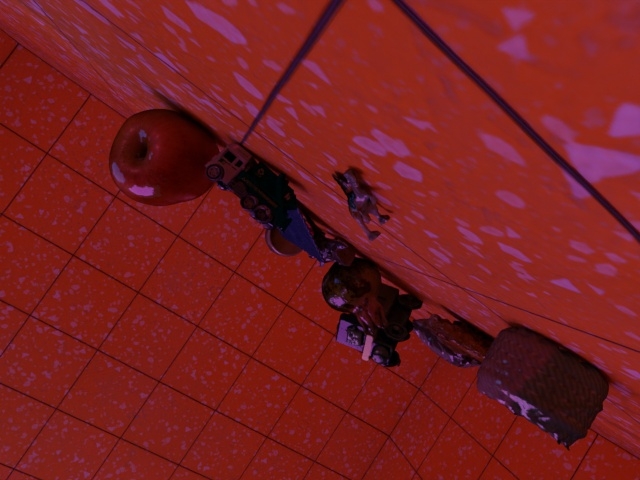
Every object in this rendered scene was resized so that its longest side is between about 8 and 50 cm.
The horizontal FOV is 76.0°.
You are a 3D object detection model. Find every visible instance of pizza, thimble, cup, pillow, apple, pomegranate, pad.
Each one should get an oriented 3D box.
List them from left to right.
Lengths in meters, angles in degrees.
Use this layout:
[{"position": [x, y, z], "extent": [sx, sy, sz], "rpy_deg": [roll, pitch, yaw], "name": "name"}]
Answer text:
[{"position": [-0.374, -0.192, 1.016], "extent": [0.242, 0.242, 0.241], "rpy_deg": [33, -177, 18], "name": "apple"}, {"position": [-0.184, -0.041, 1.759], "extent": [0.255, 0.173, 0.202], "rpy_deg": [34, 175, -9], "name": "cup"}, {"position": [-0.105, -0.067, 1.289], "extent": [0.269, 0.012, 0.270], "rpy_deg": [29, 153, 50], "name": "pad"}, {"position": [0.133, 0.172, 1.412], "extent": [0.221, 0.204, 0.276], "rpy_deg": [-6, -153, -40], "name": "pomegranate"}, {"position": [0.603, 0.479, 1.900], "extent": [0.283, 0.138, 0.310], "rpy_deg": [26, -176, -40], "name": "pillow"}, {"position": [0.496, 0.331, 1.314], "extent": [0.335, 0.086, 0.226], "rpy_deg": [34, 172, -15], "name": "pizza"}, {"position": [0.415, 0.275, 0.794], "extent": [0.219, 0.150, 0.219], "rpy_deg": [33, 176, 3], "name": "thimble"}]

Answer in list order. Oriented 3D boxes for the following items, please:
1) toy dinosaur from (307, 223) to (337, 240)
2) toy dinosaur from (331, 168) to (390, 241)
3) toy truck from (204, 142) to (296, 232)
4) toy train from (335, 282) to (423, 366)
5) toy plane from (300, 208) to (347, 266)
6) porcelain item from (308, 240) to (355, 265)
[{"position": [-0.018, -0.023, 1.519], "extent": [0.286, 0.070, 0.139], "rpy_deg": [19, 180, 36], "name": "toy dinosaur"}, {"position": [0.052, -0.058, 0.598], "extent": [0.106, 0.044, 0.187], "rpy_deg": [48, -173, -9], "name": "toy dinosaur"}, {"position": [-0.140, -0.119, 0.902], "extent": [0.216, 0.116, 0.110], "rpy_deg": [41, 176, 7], "name": "toy truck"}, {"position": [0.224, 0.301, 1.540], "extent": [0.253, 0.160, 0.397], "rpy_deg": [20, -149, 18], "name": "toy train"}, {"position": [-0.003, 0.001, 1.300], "extent": [0.226, 0.058, 0.226], "rpy_deg": [22, 139, 49], "name": "toy plane"}, {"position": [0.020, 0.042, 1.400], "extent": [0.081, 0.069, 0.215], "rpy_deg": [41, 156, -29], "name": "porcelain item"}]
